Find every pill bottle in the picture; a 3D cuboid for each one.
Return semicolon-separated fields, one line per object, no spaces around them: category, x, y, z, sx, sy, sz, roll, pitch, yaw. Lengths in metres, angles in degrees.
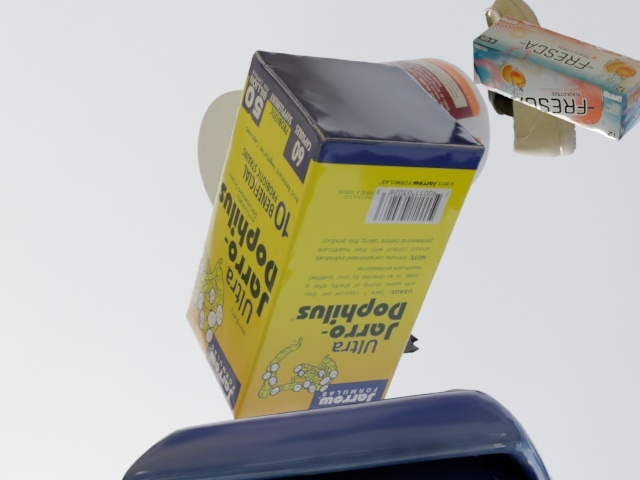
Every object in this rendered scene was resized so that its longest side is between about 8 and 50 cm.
pill bottle;0.038;-0.135;1.368;0.224;0.392;0.224;16;-67;45

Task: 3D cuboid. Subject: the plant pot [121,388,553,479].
plant pot;0.026;0.209;0.498;0.235;0.236;0.212;-11;-119;16

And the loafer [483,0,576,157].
loafer;0.271;-0.228;1.334;0.092;0.102;0.269;-17;-119;3

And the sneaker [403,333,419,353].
sneaker;0.107;0.137;1.688;0.089;0.170;0.051;-19;-148;9

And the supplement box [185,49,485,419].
supplement box;0.000;0.000;1.071;0.194;0.195;0.357;55;-44;47

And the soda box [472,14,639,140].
soda box;0.247;-0.170;0.997;0.183;0.058;0.063;30;-124;35
